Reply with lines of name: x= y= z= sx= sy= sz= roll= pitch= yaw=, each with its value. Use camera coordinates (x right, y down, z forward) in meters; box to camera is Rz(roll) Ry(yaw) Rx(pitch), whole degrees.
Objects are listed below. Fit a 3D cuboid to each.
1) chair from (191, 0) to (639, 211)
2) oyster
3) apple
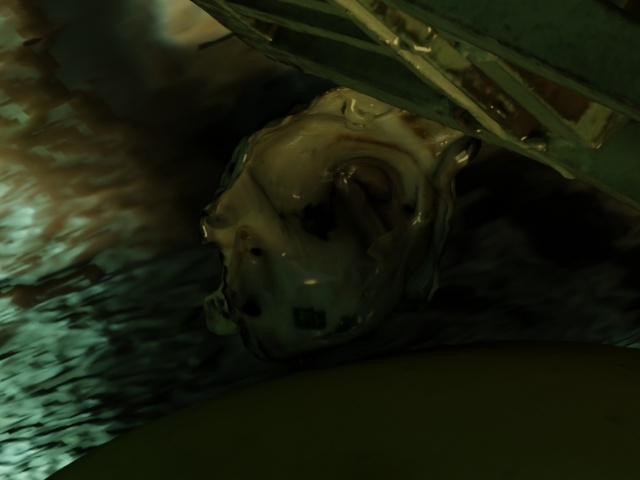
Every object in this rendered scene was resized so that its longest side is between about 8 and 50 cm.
chair: x=0.067 y=-0.100 z=0.530 sx=0.136 sy=0.270 sz=0.147 roll=34 pitch=87 yaw=-47
oyster: x=-0.001 y=0.002 z=0.733 sx=0.108 sy=0.053 sz=0.166 roll=-23 pitch=141 yaw=-24
apple: x=0.039 y=0.258 z=0.774 sx=0.473 sy=0.474 sz=0.474 roll=-11 pitch=144 yaw=-8
